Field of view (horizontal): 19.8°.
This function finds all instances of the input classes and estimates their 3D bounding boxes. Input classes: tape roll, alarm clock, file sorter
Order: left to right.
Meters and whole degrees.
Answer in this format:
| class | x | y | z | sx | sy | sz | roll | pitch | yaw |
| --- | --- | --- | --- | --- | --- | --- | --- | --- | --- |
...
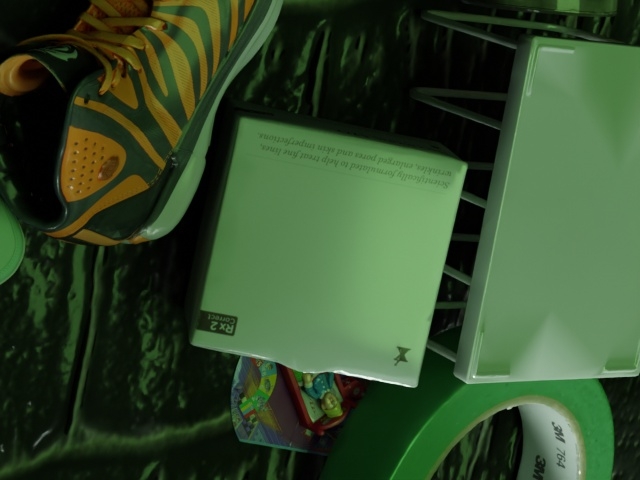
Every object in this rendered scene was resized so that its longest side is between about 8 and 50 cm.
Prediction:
| class | x | y | z | sx | sy | sz | roll | pitch | yaw |
| --- | --- | --- | --- | --- | --- | --- | --- | --- | --- |
| tape roll | 0.131 | 0.235 | 1.646 | 0.321 | 0.077 | 0.321 | -19 | 121 | -36 |
| file sorter | 0.170 | -0.041 | 1.532 | 0.193 | 0.173 | 0.278 | 1 | 105 | -35 |
| alarm clock | 0.192 | -0.213 | 1.480 | 0.129 | 0.192 | 0.064 | -3 | 107 | -38 |

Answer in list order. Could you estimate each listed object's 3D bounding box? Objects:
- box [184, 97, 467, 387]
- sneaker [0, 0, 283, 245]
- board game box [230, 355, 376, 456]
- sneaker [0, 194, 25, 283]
| class | x | y | z | sx | sy | sz | roll | pitch | yaw |
| --- | --- | --- | --- | --- | --- | --- | --- | --- | --- |
| box | 0.000 | 0.000 | 1.409 | 0.181 | 0.119 | 0.182 | 11 | 100 | -10 |
| sneaker | -0.132 | -0.146 | 1.266 | 0.180 | 0.124 | 0.321 | 3 | 104 | -61 |
| board game box | 0.003 | 0.121 | 1.556 | 0.168 | 0.033 | 0.133 | 16 | 96 | -41 |
| sneaker | -0.267 | -0.030 | 1.215 | 0.094 | 0.151 | 0.256 | -55 | 131 | -11 |
